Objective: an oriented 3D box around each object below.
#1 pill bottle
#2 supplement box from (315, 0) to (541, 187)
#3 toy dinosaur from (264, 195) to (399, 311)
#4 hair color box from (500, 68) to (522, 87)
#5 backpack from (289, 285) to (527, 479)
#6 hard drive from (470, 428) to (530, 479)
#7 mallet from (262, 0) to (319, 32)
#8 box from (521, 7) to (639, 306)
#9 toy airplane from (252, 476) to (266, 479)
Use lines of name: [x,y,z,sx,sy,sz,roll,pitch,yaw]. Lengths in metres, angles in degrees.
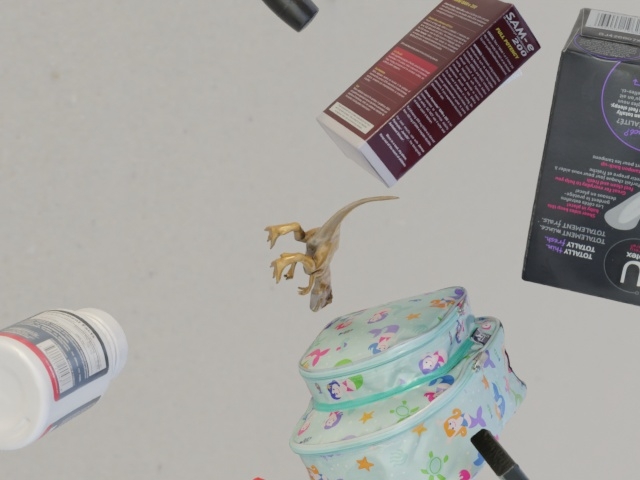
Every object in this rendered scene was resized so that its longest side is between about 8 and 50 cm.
pill bottle: [-0.264,0.125,1.269,0.180,0.108,0.108,-27,118,-68]
supplement box: [0.122,-0.181,1.517,0.239,0.130,0.073,-43,120,-2]
toy dinosaur: [0.000,0.000,1.486,0.211,0.112,0.064,112,-34,-50]
hair color box: [0.220,-0.241,2.012,0.053,0.167,0.093,61,10,12]
backpack: [0.084,0.174,1.393,0.191,0.225,0.253,63,30,-18]
hard drive: [0.199,0.244,1.239,0.135,0.022,0.094,51,0,-17]
mallet: [0.007,-0.321,1.437,0.190,0.062,0.039,-56,-178,5]
box: [0.320,-0.086,1.384,0.143,0.165,0.270,-56,156,-57]
toy airplane: [-0.080,0.303,1.394,0.151,0.151,0.028,-53,129,-47]
